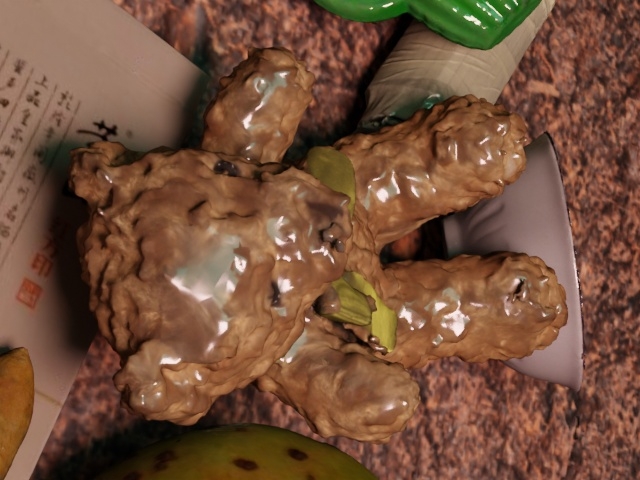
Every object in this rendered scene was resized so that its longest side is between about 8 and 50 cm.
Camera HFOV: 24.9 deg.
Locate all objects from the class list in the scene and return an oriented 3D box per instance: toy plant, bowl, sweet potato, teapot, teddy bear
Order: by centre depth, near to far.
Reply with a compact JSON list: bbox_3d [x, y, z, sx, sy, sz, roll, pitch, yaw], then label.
[{"bbox_3d":[-0.193,0.133,0.746,0.054,0.053,0.182,34,66,-26],"label":"sweet potato"},{"bbox_3d":[0.010,-0.003,0.844,0.296,0.222,0.246,-14,82,-9],"label":"teddy bear"},{"bbox_3d":[0.046,-0.222,0.992,0.240,0.088,0.155,22,86,5],"label":"toy plant"},{"bbox_3d":[0.132,0.020,1.037,0.086,0.189,0.189,-8,90,2],"label":"bowl"},{"bbox_3d":[0.099,-0.115,1.058,0.200,0.077,0.107,-56,137,-28],"label":"teapot"}]

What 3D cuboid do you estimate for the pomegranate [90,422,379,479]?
[{"bbox_3d":[-0.055,0.250,0.819,0.231,0.231,0.286,-14,115,-38],"label":"pomegranate"}]

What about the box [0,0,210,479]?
[{"bbox_3d":[-0.211,0.005,0.810,0.204,0.051,0.365,36,65,-31],"label":"box"}]
